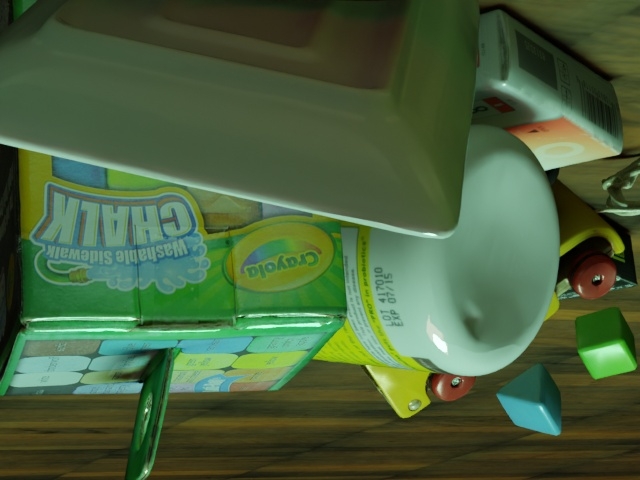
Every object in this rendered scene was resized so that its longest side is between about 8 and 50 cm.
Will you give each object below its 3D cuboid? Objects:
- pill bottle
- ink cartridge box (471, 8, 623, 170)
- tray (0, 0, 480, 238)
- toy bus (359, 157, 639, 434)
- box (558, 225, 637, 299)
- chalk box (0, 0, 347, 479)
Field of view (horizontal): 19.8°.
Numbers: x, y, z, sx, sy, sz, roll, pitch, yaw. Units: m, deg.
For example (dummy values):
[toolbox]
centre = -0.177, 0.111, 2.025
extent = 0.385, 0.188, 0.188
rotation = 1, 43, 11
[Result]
[pill bottle]
centre = 0.000, 0.000, 0.896
extent = 0.215, 0.117, 0.117
rotation = 3, 173, 39
[ink cartridge box]
centre = 0.044, -0.059, 0.932
extent = 0.179, 0.045, 0.145
rotation = -15, 162, 28
[tray]
centre = -0.019, -0.073, 0.591
extent = 0.145, 0.030, 0.270
rotation = 12, -159, 2
[toy bus]
centre = 0.084, 0.001, 1.041
extent = 0.191, 0.202, 0.104
rotation = -5, 137, 30
[box]
centre = 0.096, 0.019, 1.233
extent = 0.191, 0.045, 0.184
rotation = -12, 166, 25
[chalk box]
centre = -0.068, -0.005, 0.759
extent = 0.132, 0.213, 0.132
rotation = -1, 165, -15
